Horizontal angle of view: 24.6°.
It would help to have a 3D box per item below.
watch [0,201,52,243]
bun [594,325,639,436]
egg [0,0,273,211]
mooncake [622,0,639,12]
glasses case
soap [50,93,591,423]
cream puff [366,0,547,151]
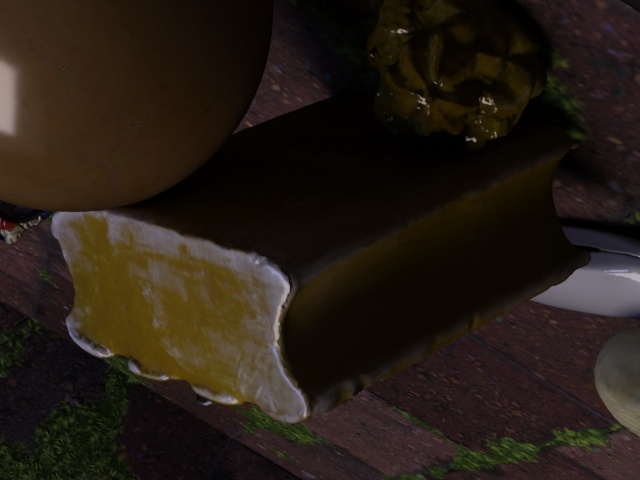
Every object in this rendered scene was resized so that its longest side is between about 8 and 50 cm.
[{"bbox_3d":[-0.447,-0.100,1.921,0.200,0.171,0.196,28,154,45],"label":"watch"},{"bbox_3d":[0.358,0.130,1.284,0.229,0.145,0.229,31,177,2],"label":"bun"},{"bbox_3d":[-0.197,-0.189,1.023,0.301,0.301,0.374,9,149,48],"label":"egg"},{"bbox_3d":[0.186,-0.201,0.661,0.283,0.141,0.283,35,169,8],"label":"mooncake"},{"bbox_3d":[0.232,0.027,1.335,0.233,0.059,0.092,6,154,49],"label":"glasses case"},{"bbox_3d":[0.000,0.000,1.174,0.293,0.335,0.156,17,122,44],"label":"soap"},{"bbox_3d":[0.091,-0.118,1.080,0.146,0.116,0.146,24,159,10],"label":"cream puff"}]
